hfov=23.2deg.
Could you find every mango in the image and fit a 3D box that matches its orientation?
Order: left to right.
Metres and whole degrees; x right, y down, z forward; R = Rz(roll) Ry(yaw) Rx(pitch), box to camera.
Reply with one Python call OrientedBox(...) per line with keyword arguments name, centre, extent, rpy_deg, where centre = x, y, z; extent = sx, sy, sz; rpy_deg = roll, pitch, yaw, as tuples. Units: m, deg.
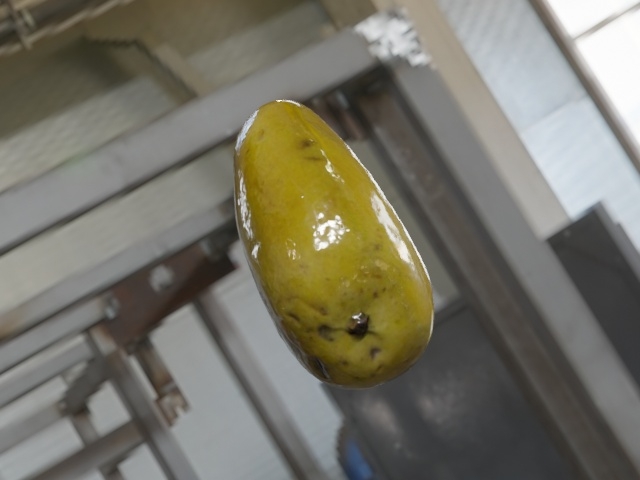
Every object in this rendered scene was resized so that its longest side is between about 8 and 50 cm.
OrientedBox(name="mango", centre=(0.000, 0.000, 0.956), extent=(0.098, 0.195, 0.137), rpy_deg=(-29, -29, 2))
